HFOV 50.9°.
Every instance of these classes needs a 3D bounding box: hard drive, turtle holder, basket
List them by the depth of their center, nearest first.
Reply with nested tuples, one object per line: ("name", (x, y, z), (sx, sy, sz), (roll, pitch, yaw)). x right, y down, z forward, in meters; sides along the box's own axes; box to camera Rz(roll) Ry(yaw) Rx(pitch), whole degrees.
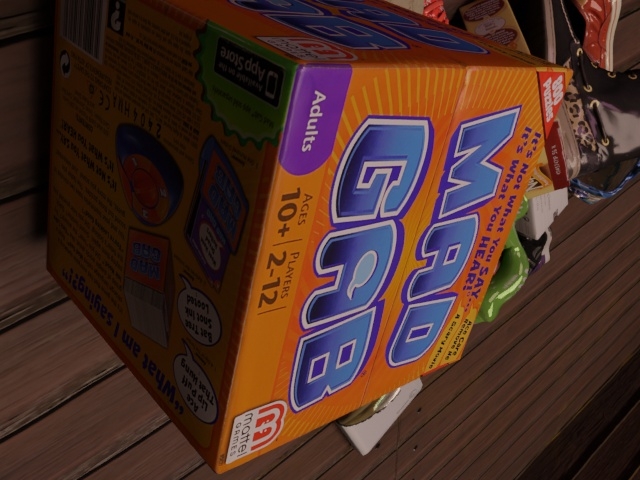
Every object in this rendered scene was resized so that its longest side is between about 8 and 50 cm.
("turtle holder", (0.236, -0.030, 1.212), (0.227, 0.243, 0.320), (-28, 102, 3))
("basket", (0.607, -0.213, 1.502), (0.201, 0.254, 0.289), (-51, 164, -16))
("hard drive", (0.117, 0.330, 1.529), (0.233, 0.047, 0.353), (-46, 142, -16))

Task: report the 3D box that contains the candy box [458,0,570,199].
("candy box", (0.330, -0.250, 1.153), (0.087, 0.316, 0.183), (-18, 145, 15))

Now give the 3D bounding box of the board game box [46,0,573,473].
("board game box", (-0.037, -0.065, 0.705), (0.356, 0.356, 0.356), (-12, 127, -42))

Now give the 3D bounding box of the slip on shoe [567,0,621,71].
("slip on shoe", (0.579, -0.427, 1.479), (0.101, 0.123, 0.331), (-19, 143, 2))

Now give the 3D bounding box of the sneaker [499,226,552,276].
("sneaker", (0.517, 0.020, 1.722), (0.124, 0.107, 0.283), (-44, 142, -8))

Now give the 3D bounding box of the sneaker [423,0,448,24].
("sneaker", (0.192, -0.312, 1.067), (0.090, 0.145, 0.270), (-33, 137, -25))

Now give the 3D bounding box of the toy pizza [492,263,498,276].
("toy pizza", (0.393, 0.099, 1.690), (0.201, 0.032, 0.201), (-28, 134, -33))

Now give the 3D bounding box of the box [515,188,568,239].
("box", (0.411, -0.127, 1.423), (0.119, 0.182, 0.181), (-47, 142, -14))

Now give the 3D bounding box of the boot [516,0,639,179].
("boot", (0.536, -0.310, 1.282), (0.284, 0.138, 0.378), (-8, 84, -8))

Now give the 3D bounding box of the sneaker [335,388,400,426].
("sneaker", (0.105, 0.162, 1.327), (0.410, 0.182, 0.158), (-62, -172, -6))

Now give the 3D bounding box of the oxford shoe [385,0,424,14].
("oxford shoe", (0.065, -0.364, 0.913), (0.146, 0.140, 0.397), (-48, 152, -24))
